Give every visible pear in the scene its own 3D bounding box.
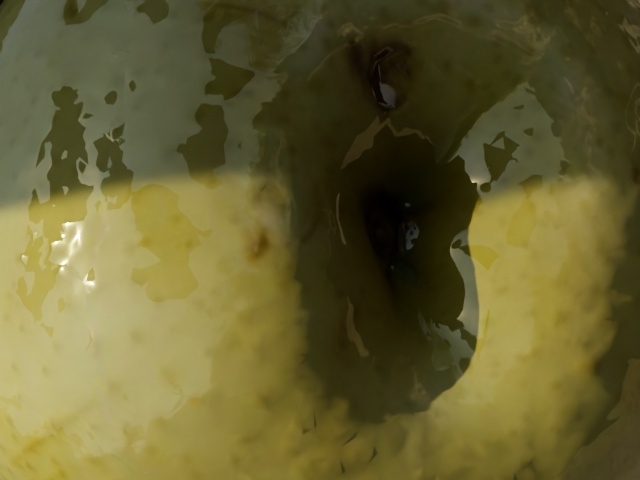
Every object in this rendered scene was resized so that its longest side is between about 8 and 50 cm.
[{"bbox_3d":[0.000,0.000,0.458,0.309,0.309,0.309,-42,22,21],"label":"pear"}]
